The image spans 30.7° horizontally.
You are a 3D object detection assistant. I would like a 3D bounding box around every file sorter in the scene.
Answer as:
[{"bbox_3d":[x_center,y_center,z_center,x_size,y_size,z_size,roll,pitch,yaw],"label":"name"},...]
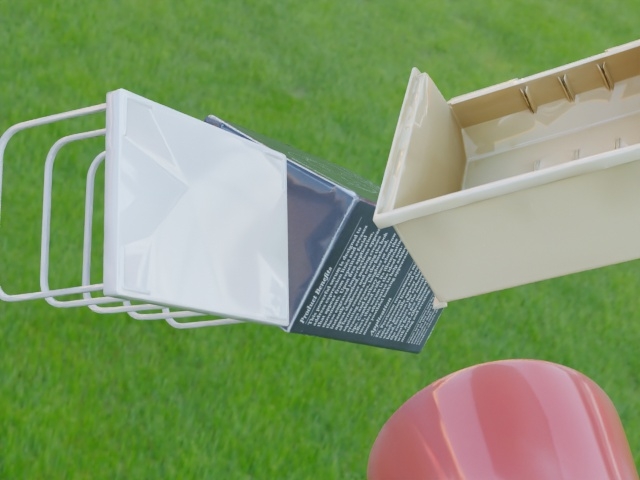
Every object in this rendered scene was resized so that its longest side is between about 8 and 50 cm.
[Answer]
[{"bbox_3d":[-0.179,-0.014,1.209,0.173,0.193,0.277,-8,-14,31],"label":"file sorter"}]

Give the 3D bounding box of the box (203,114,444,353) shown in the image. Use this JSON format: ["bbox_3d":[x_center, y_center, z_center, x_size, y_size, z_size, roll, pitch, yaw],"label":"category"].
[{"bbox_3d":[0.000,0.000,1.760,0.293,0.212,0.395,31,8,33],"label":"box"}]

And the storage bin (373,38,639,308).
[{"bbox_3d":[0.210,-0.090,1.046,0.262,0.123,0.260,-16,36,26],"label":"storage bin"}]

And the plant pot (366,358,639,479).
[{"bbox_3d":[0.202,0.290,1.115,0.275,0.275,0.243,8,32,-17],"label":"plant pot"}]
